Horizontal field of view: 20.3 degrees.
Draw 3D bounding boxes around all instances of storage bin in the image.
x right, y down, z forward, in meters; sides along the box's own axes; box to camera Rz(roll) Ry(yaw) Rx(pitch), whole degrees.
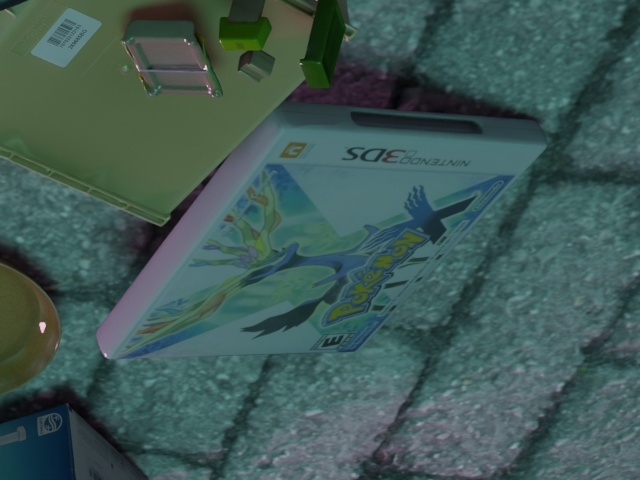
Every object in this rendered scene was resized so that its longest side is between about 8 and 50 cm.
[{"bbox_3d":[-0.151,-0.170,1.367,0.260,0.123,0.262,25,130,-31],"label":"storage bin"}]

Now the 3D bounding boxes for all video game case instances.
[{"bbox_3d":[0.000,0.000,1.586,0.300,0.036,0.329,1,143,-38],"label":"video game case"}]

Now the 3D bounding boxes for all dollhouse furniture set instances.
[{"bbox_3d":[-0.063,-0.147,1.296,0.151,0.058,0.076,3,150,17],"label":"dollhouse furniture set"}]

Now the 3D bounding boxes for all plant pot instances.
[{"bbox_3d":[-0.364,0.076,1.686,0.236,0.032,0.236,-5,139,-4],"label":"plant pot"}]

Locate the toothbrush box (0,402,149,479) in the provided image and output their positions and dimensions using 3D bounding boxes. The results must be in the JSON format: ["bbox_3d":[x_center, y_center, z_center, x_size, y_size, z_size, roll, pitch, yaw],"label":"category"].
[{"bbox_3d":[-0.347,0.303,1.866,0.295,0.126,0.216,-16,147,11],"label":"toothbrush box"}]

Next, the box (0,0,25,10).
[{"bbox_3d":[-0.150,-0.326,1.044,0.395,0.212,0.293,-19,113,14],"label":"box"}]
